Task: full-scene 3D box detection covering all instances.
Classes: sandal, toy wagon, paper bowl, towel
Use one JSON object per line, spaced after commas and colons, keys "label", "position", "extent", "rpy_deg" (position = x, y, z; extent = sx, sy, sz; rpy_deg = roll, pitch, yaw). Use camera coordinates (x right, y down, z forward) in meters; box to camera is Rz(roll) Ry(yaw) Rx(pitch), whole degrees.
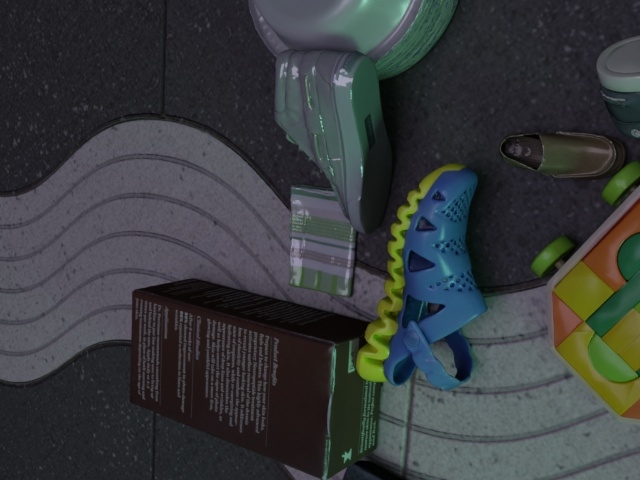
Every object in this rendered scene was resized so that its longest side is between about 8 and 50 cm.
{"label": "sandal", "position": [0.149, 0.059, 0.982], "extent": [0.138, 0.126, 0.317], "rpy_deg": [25, 120, 29]}
{"label": "toy wagon", "position": [0.394, 0.037, 0.827], "extent": [0.267, 0.068, 0.344], "rpy_deg": [48, 121, 20]}
{"label": "paper bowl", "position": [0.023, -0.344, 0.993], "extent": [0.284, 0.148, 0.284], "rpy_deg": [6, 99, 36]}
{"label": "towel", "position": [0.000, 0.000, 1.133], "extent": [0.113, 0.023, 0.151], "rpy_deg": [10, 102, 35]}

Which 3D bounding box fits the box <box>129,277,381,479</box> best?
{"label": "box", "position": [-0.103, 0.184, 1.164], "extent": [0.382, 0.143, 0.191], "rpy_deg": [12, 103, 36]}

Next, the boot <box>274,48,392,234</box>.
{"label": "boot", "position": [0.014, -0.128, 1.016], "extent": [0.123, 0.095, 0.258], "rpy_deg": [15, 133, 29]}

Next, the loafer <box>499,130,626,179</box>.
{"label": "loafer", "position": [0.270, -0.097, 0.908], "extent": [0.148, 0.050, 0.056], "rpy_deg": [5, 100, 35]}

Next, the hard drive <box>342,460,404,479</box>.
{"label": "hard drive", "position": [0.088, 0.447, 1.113], "extent": [0.172, 0.054, 0.254], "rpy_deg": [22, 109, 32]}

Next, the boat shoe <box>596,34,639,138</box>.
{"label": "boat shoe", "position": [0.438, -0.147, 0.770], "extent": [0.320, 0.116, 0.099], "rpy_deg": [4, 135, 30]}
